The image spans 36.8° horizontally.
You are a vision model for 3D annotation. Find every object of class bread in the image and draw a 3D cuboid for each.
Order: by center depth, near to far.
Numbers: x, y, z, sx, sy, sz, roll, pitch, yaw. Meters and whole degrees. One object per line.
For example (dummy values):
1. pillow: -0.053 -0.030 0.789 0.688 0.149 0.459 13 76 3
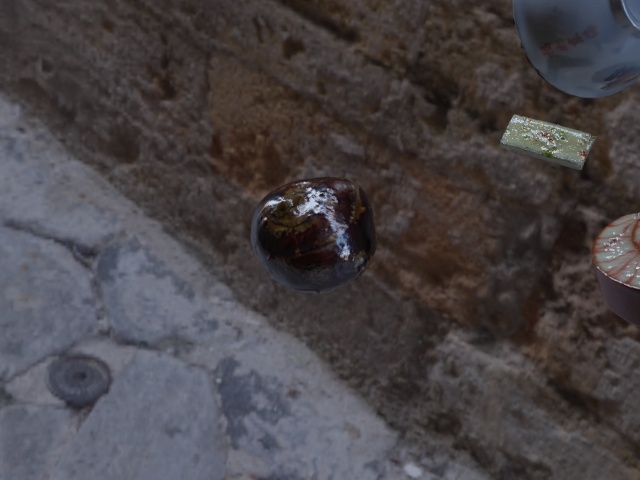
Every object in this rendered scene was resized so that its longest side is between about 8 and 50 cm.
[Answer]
1. bread: 0.390 -0.171 1.656 0.153 0.028 0.068 20 70 24
2. bread: 0.697 0.040 1.852 0.327 0.114 0.295 -14 31 16

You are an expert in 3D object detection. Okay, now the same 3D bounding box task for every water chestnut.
1. water chestnut: 0.000 0.000 1.668 0.223 0.238 0.224 -16 30 10

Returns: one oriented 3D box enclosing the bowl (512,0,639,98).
1. bowl: 0.511 -0.415 1.632 0.345 0.346 0.157 -5 9 -23
